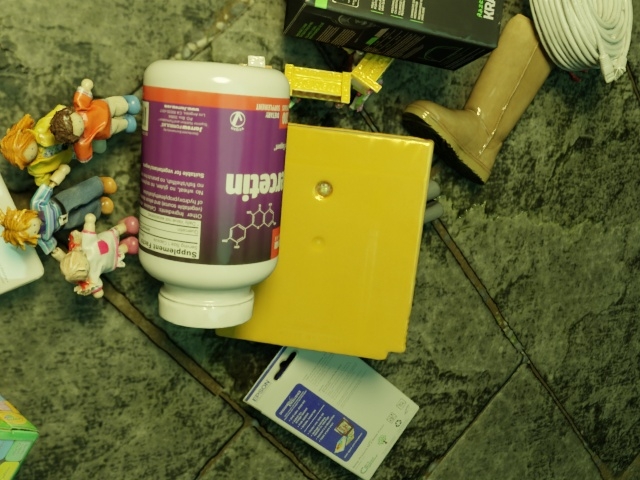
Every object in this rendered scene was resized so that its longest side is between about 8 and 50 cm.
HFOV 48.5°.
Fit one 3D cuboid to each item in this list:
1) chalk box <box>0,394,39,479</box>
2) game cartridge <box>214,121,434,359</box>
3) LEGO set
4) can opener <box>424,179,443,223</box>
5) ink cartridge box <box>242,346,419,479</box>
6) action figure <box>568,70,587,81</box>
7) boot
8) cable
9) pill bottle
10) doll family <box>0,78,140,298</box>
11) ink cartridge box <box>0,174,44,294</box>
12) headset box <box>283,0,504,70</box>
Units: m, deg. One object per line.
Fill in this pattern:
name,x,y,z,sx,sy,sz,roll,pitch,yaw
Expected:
chalk box,-0.426,0.236,0.801,0.132,0.213,0.132,-58,151,-4
game cartridge,0.000,0.000,1.020,0.286,0.052,0.323,8,104,6
LEGO set,0.017,-0.239,1.045,0.287,0.107,0.132,-30,83,-16
can opener,0.083,-0.017,1.129,0.284,0.095,0.075,-22,115,-18
ink cartridge box,0.016,0.263,1.191,0.165,0.065,0.333,-52,125,-8
action figure,0.455,-0.343,1.307,0.115,0.030,0.038,40,87,-32
boot,0.270,-0.259,1.186,0.236,0.089,0.269,33,86,-45
cable,0.443,-0.415,1.199,0.257,0.089,0.257,50,54,-28
pill bottle,-0.137,-0.060,0.907,0.182,0.181,0.322,-3,105,-31
doll family,-0.308,-0.062,0.847,0.163,0.119,0.262,-41,137,-64
ink cartridge box,-0.492,-0.042,0.785,0.261,0.066,0.296,-26,116,-23
headset box,0.094,-0.383,0.942,0.283,0.131,0.246,9,87,-14
